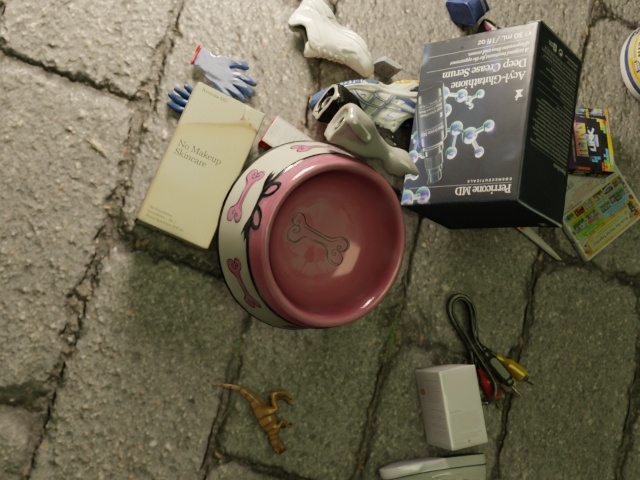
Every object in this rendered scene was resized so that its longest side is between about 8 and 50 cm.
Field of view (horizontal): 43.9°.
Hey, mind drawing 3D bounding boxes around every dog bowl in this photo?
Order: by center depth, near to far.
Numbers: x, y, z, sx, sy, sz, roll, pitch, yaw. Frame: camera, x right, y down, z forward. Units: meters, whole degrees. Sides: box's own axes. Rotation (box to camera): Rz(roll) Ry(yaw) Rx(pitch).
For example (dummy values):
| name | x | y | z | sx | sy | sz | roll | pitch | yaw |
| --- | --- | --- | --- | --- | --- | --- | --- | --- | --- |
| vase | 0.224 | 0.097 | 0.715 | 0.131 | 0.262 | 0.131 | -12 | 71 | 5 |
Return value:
| name | x | y | z | sx | sy | sz | roll | pitch | yaw |
| --- | --- | --- | --- | --- | --- | --- | --- | --- | --- |
| dog bowl | 0.000 | 0.000 | 1.636 | 0.407 | 0.150 | 0.408 | -5 | 100 | -29 |

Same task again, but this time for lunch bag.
| name | x | y | z | sx | sy | sz | roll | pitch | yaw |
| --- | --- | --- | --- | --- | --- | --- | --- | --- | --- |
| lunch bag | 0.356 | -0.569 | 1.923 | 0.065 | 0.098 | 0.067 | -43 | 127 | -15 |

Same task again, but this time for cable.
| name | x | y | z | sx | sy | sz | roll | pitch | yaw |
| --- | --- | --- | --- | --- | --- | --- | --- | --- | --- |
| cable | 0.366 | 0.265 | 1.849 | 0.139 | 0.072 | 0.287 | -37 | 82 | -2 |

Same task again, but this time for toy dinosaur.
| name | x | y | z | sx | sy | sz | roll | pitch | yaw |
| --- | --- | --- | --- | --- | --- | --- | --- | --- | --- |
| toy dinosaur | -0.117 | 0.351 | 1.661 | 0.112 | 0.064 | 0.212 | -36 | 94 | -18 |

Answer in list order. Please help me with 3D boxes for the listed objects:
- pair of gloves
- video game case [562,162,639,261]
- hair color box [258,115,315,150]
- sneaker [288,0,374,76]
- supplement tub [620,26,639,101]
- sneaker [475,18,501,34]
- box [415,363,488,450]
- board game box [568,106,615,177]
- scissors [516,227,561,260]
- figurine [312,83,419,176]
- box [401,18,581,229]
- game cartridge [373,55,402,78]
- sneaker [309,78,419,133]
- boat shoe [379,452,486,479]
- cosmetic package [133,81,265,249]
| name | x | y | z | sx | sy | sz | roll | pitch | yaw |
| --- | --- | --- | --- | --- | --- | --- | --- | --- | --- |
| pair of gloves | -0.238 | -0.319 | 1.732 | 0.159 | 0.023 | 0.198 | 31 | 79 | -14 |
| video game case | 0.690 | -0.093 | 2.003 | 0.227 | 0.026 | 0.206 | -35 | 94 | -20 |
| hair color box | -0.060 | -0.206 | 1.764 | 0.141 | 0.043 | 0.072 | 34 | 74 | -10 |
| sneaker | 0.019 | -0.441 | 1.808 | 0.232 | 0.090 | 0.115 | 43 | 79 | 1 |
| supplement tub | 0.934 | -0.479 | 1.979 | 0.228 | 0.316 | 0.229 | 3 | 82 | -18 |
| sneaker | 0.462 | -0.488 | 1.968 | 0.178 | 0.072 | 0.077 | 40 | 61 | -18 |
| box | 0.287 | 0.365 | 1.755 | 0.090 | 0.130 | 0.171 | -7 | 85 | -18 |
| board game box | 0.654 | -0.247 | 1.982 | 0.141 | 0.048 | 0.170 | 3 | 74 | -14 |
| scissors | 0.479 | -0.053 | 1.930 | 0.297 | 0.021 | 0.109 | 24 | 74 | -12 |
| figurine | 0.105 | -0.218 | 1.669 | 0.209 | 0.215 | 0.092 | 30 | 108 | -25 |
| box | 0.376 | -0.239 | 1.749 | 0.212 | 0.293 | 0.396 | 20 | 74 | -46 |
| game cartridge | 0.152 | -0.401 | 1.837 | 0.056 | 0.083 | 0.017 | 24 | 81 | -14 |
| sneaker | 0.122 | -0.289 | 1.799 | 0.296 | 0.112 | 0.131 | -6 | 85 | -18 |
| boat shoe | 0.254 | 0.520 | 1.742 | 0.258 | 0.095 | 0.084 | -1 | 79 | -17 |
| cosmetic package | -0.251 | -0.149 | 1.648 | 0.160 | 0.113 | 0.310 | 24 | 81 | -14 |
